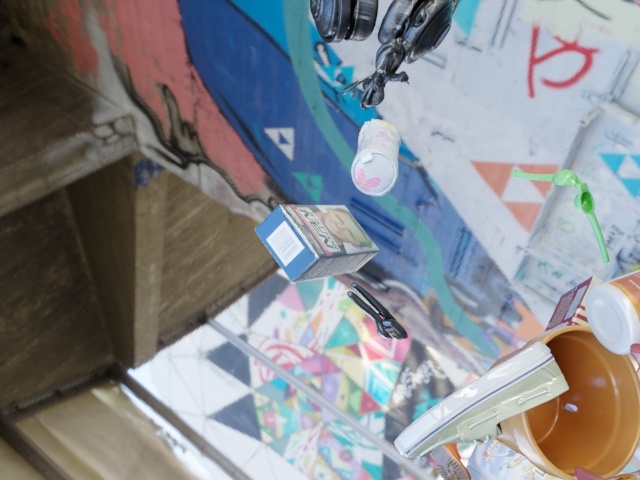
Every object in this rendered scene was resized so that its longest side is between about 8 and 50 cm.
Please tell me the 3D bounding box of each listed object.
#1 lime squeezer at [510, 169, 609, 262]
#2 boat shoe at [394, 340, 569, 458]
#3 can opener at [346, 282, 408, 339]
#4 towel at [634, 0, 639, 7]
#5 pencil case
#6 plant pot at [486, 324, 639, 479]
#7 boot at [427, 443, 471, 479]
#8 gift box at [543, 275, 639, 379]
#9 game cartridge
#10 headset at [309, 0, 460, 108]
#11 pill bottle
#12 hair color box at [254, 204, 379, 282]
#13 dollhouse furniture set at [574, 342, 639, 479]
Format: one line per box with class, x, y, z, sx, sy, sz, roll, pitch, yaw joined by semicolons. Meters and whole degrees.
lime squeezer;0.570;-0.090;1.629;0.059;0.310;0.110;-2;-44;-52
boat shoe;0.260;0.281;1.162;0.302;0.094;0.109;-37;-19;12
can opener;0.131;0.164;1.656;0.073;0.186;0.059;-26;25;45
towel;0.567;-0.362;1.143;0.037;0.329;0.237;-47;20;18
pencil case;0.141;-0.213;1.780;0.273;0.114;0.124;-76;-23;-62
plant pot;0.458;0.320;1.416;0.291;0.291;0.203;-48;9;-22
boot;0.277;0.454;1.515;0.059;0.158;0.085;-43;-14;35
gift box;0.689;0.263;1.698;0.255;0.258;0.276;-61;-6;-11
game cartridge;0.448;0.477;1.567;0.297;0.198;0.062;-56;-21;0
headset;0.103;-0.374;1.103;0.185;0.244;0.394;114;168;-61
pill bottle;0.559;0.099;1.165;0.216;0.121;0.121;-17;-34;-13
hair color box;0.000;0.000;1.856;0.105;0.174;0.347;-44;-18;23
dollhouse furniture set;0.520;0.286;1.088;0.201;0.152;0.373;0;-88;-23
